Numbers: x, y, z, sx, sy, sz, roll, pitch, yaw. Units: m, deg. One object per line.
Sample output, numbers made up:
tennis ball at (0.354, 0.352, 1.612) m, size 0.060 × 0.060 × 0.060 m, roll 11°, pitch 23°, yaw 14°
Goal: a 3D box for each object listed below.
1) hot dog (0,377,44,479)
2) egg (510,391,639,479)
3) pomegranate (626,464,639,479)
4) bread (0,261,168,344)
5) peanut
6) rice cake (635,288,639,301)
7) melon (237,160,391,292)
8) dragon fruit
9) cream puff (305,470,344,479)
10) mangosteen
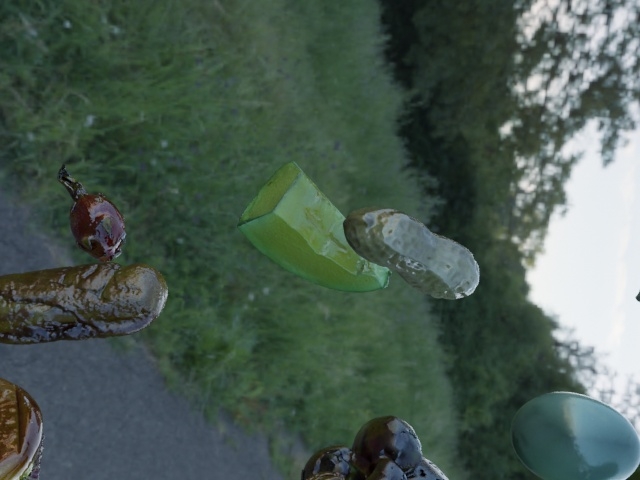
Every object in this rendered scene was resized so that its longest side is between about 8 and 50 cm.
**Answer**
hot dog at (-0.703, 0.438, 1.639) m, size 0.405 × 0.223 × 0.185 m, roll -118°, pitch -148°, yaw -48°
egg at (0.461, 0.363, 1.398) m, size 0.168 × 0.231 × 0.168 m, roll 11°, pitch 90°, yaw -82°
pomegranate at (0.764, 0.576, 1.745) m, size 0.210 × 0.179 × 0.179 m, roll 11°, pitch 84°, yaw -37°
bread at (-0.409, 0.091, 1.180) m, size 0.084 × 0.344 × 0.124 m, roll 97°, pitch -13°, yaw -45°
peanut at (0.172, 0.022, 1.484) m, size 0.136 × 0.298 × 0.120 m, roll -31°, pitch -143°, yaw 50°
rice cake at (0.807, 0.170, 1.694) m, size 0.057 × 0.256 × 0.052 m, roll -46°, pitch -162°, yaw 56°
melon at (0.000, 0.000, 1.627) m, size 0.196 × 0.323 × 0.124 m, roll -54°, pitch -162°, yaw -20°
dragon fruit at (-0.535, -0.065, 1.779) m, size 0.246 × 0.125 × 0.125 m, roll 58°, pitch 27°, yaw 5°
cream puff at (0.010, 0.470, 1.391) m, size 0.119 × 0.133 × 0.104 m, roll 17°, pitch 56°, yaw -53°
mangosteen at (0.122, 0.613, 1.710) m, size 0.421 × 0.381 × 0.381 m, roll 63°, pitch 16°, yaw -5°
